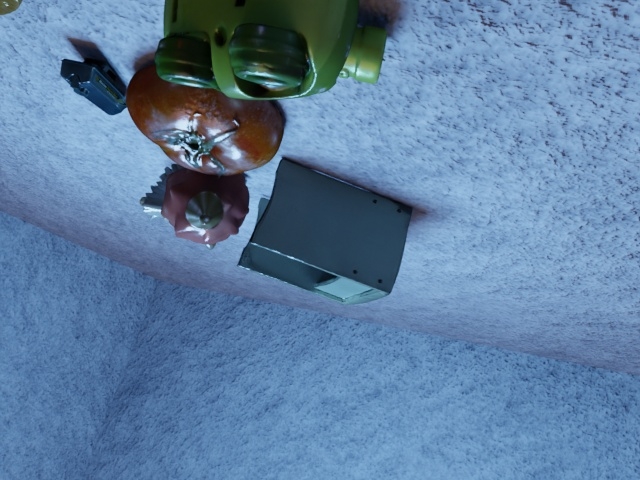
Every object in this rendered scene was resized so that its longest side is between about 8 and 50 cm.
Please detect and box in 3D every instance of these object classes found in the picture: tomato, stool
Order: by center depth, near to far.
[{"bbox_3d":[-0.176,-0.166,0.774,0.236,0.095,0.237,16,163,5],"label":"tomato"},{"bbox_3d":[0.000,0.000,1.015,0.269,0.171,0.243,21,163,-10],"label":"stool"}]

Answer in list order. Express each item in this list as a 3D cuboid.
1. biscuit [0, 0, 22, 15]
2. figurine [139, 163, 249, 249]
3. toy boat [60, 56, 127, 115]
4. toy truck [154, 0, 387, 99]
[{"bbox_3d":[-0.432,-0.311,0.618,0.220,0.029,0.141,4,176,42],"label":"biscuit"},{"bbox_3d":[-0.211,-0.061,0.953,0.206,0.166,0.387,-10,-165,-23],"label":"figurine"},{"bbox_3d":[-0.332,-0.229,0.797,0.055,0.060,0.141,14,171,7],"label":"toy boat"},{"bbox_3d":[-0.044,-0.197,0.476,0.186,0.148,0.210,10,-172,18],"label":"toy truck"}]
